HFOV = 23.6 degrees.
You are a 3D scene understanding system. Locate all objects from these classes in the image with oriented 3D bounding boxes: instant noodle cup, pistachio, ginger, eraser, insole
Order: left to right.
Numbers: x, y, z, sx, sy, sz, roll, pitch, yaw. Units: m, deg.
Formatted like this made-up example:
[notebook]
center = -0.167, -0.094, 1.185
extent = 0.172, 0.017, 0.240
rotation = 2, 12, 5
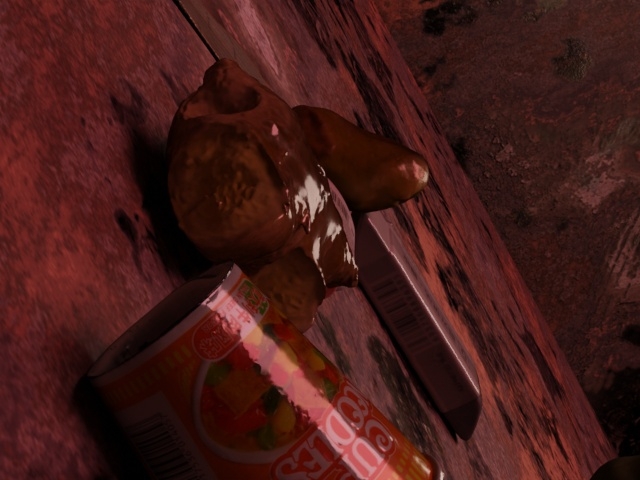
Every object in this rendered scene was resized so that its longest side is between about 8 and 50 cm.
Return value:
[insole]
center = -0.115, -0.227, 1.710
extent = 0.348, 0.009, 0.119
rotation = 53, 16, -43
[instant noodle cup]
center = -0.044, 0.118, 0.939
extent = 0.185, 0.168, 0.168
rotation = 53, 13, -10
[ginger]
center = -0.048, -0.023, 1.294
extent = 0.270, 0.123, 0.219
rotation = 63, 9, -61
[pistachio]
center = 0.032, -0.085, 1.767
extent = 0.189, 0.100, 0.110
rotation = 23, -9, 13
[eraser]
center = 0.116, 0.096, 1.886
extent = 0.352, 0.061, 0.089
rotation = 57, 13, -24

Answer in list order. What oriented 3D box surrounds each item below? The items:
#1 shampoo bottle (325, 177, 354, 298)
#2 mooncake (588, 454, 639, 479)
[shampoo bottle]
center = 0.000, 0.000, 1.607
extent = 0.108, 0.051, 0.221
rotation = 60, 12, -18
[mooncake]
center = 0.429, 0.434, 1.868
extent = 0.351, 0.351, 0.187
rotation = 67, 14, 19
